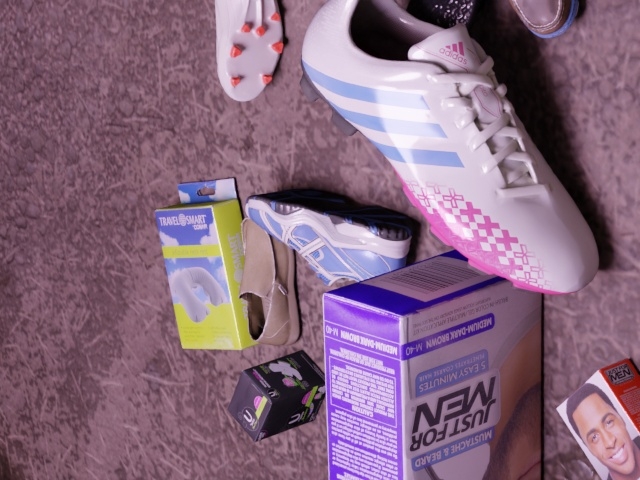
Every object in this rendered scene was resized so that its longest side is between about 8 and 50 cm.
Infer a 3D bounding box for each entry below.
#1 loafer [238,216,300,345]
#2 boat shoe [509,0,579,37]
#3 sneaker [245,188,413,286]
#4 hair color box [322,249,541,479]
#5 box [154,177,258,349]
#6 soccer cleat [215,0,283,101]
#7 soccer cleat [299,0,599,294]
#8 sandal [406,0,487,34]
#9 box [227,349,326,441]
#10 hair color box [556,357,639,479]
[{"bbox_3d":[-0.057,0.040,1.897,0.056,0.050,0.148,-7,97,50],"label":"loafer"},{"bbox_3d":[0.158,-0.254,1.520,0.066,0.066,0.183,-20,87,29],"label":"boat shoe"},{"bbox_3d":[0.000,0.000,1.793,0.211,0.080,0.081,21,115,46],"label":"sneaker"},{"bbox_3d":[0.105,0.194,1.653,0.110,0.185,0.338,17,115,44],"label":"hair color box"},{"bbox_3d":[-0.120,0.027,1.973,0.109,0.042,0.178,-3,101,50],"label":"box"},{"bbox_3d":[-0.076,-0.237,1.823,0.076,0.068,0.196,34,127,57],"label":"soccer cleat"},{"bbox_3d":[0.118,-0.094,1.553,0.331,0.116,0.143,43,135,11],"label":"soccer cleat"},{"bbox_3d":[0.128,-0.231,1.606,0.067,0.040,0.179,36,113,30],"label":"sandal"},{"bbox_3d":[-0.043,0.160,1.894,0.052,0.083,0.062,47,133,29],"label":"box"},{"bbox_3d":[0.269,0.180,1.567,0.141,0.043,0.072,58,139,19],"label":"hair color box"}]
